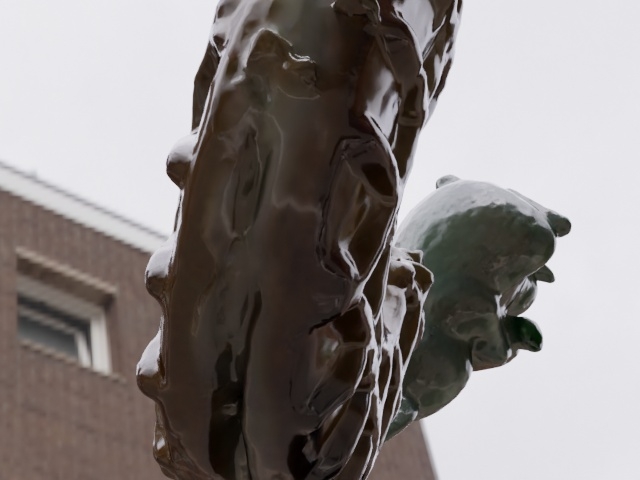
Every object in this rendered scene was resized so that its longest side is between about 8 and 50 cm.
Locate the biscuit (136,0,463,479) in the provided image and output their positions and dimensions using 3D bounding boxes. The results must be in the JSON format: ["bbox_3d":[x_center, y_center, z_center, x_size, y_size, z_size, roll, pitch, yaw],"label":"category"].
[{"bbox_3d":[-0.006,0.009,0.829,0.115,0.268,0.366,12,-33,12],"label":"biscuit"}]

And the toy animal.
[{"bbox_3d":[0.078,0.071,1.159,0.251,0.127,0.125,-48,-50,-23],"label":"toy animal"}]
